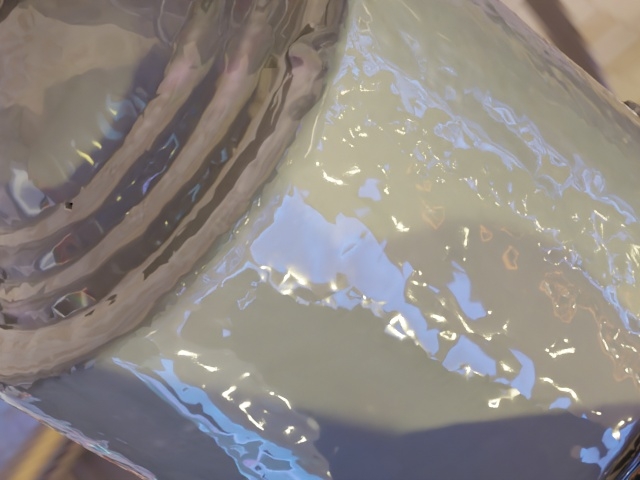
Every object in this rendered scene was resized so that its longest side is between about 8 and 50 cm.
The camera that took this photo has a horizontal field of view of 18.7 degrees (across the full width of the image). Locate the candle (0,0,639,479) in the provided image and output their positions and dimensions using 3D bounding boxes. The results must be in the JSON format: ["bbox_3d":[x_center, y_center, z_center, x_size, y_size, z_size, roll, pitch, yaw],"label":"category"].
[{"bbox_3d":[0.000,0.000,0.683,0.342,0.221,0.221,34,116,-29],"label":"candle"}]
